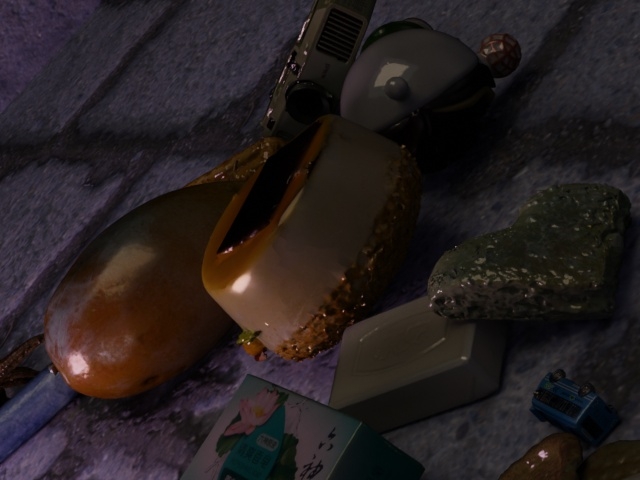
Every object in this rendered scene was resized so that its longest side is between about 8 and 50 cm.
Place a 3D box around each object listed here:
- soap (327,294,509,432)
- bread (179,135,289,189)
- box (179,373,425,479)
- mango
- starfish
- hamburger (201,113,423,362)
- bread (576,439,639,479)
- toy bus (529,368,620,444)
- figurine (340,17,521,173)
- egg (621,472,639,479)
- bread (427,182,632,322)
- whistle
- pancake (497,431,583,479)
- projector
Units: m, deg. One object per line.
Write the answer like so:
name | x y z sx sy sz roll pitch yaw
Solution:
soap | 0.100 0.120 1.564 0.183 0.064 0.121 -25 33 34
bread | -0.109 -0.060 2.091 0.211 0.114 0.083 -28 45 26
box | -0.027 0.235 1.507 0.153 0.092 0.245 -57 27 -12
mango | -0.181 0.047 1.933 0.384 0.199 0.221 -33 17 -11
starfish | -0.454 0.210 2.119 0.213 0.057 0.238 -53 -13 23
hamburger | 0.000 0.000 1.734 0.294 0.179 0.276 -34 26 51
bread | 0.284 0.208 1.171 0.286 0.056 0.207 -15 38 45
toy bus | 0.224 0.148 1.373 0.046 0.038 0.083 -49 26 -8
figurine | 0.112 -0.195 1.932 0.281 0.167 0.370 -32 18 11
egg | 0.244 0.251 0.854 0.278 0.336 0.278 -40 27 26
bread | 0.217 0.021 1.492 0.232 0.064 0.172 -28 42 -14
whistle | -0.438 0.267 2.094 0.304 0.062 0.062 -42 25 1
pancake | 0.154 0.241 1.282 0.199 0.021 0.199 -53 6 9
projector | -0.005 -0.236 2.107 0.194 0.088 0.269 -75 8 -50
